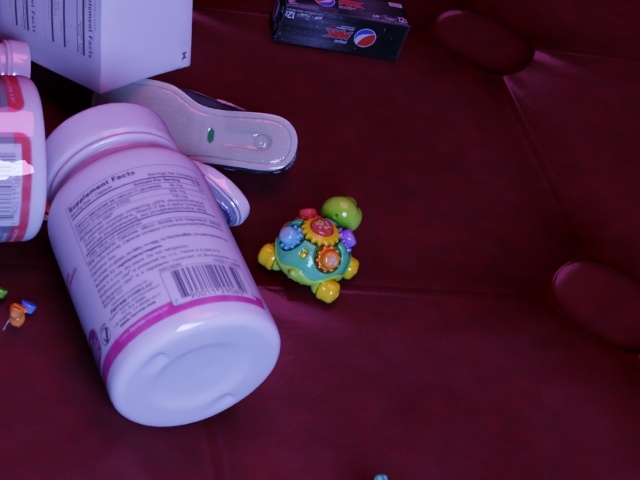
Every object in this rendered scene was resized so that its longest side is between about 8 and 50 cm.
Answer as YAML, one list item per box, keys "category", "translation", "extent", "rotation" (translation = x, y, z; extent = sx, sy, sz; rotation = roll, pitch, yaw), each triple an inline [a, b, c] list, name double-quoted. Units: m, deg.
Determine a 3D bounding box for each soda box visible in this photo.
- category: "soda box"
  translation: [0.024, -0.278, 1.878]
  extent: [0.169, 0.060, 0.053]
  rotation: [7, 42, -18]

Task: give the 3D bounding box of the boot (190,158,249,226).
- category: "boot"
  translation: [-0.173, -0.049, 1.533]
  extent: [0.190, 0.069, 0.086]
  rotation: [28, 52, 13]

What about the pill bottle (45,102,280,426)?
- category: "pill bottle"
  translation: [-0.159, 0.016, 1.365]
  extent: [0.160, 0.160, 0.283]
  rotation: [-5, 50, -29]

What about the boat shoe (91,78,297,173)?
- category: "boat shoe"
  translation: [-0.139, -0.122, 1.631]
  extent: [0.233, 0.084, 0.079]
  rotation: [15, 1, 2]

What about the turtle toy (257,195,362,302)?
- category: "turtle toy"
  translation: [0.000, 0.000, 1.542]
  extent: [0.095, 0.066, 0.130]
  rotation: [29, 40, 10]

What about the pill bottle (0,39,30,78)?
- category: "pill bottle"
  translation: [-0.395, -0.182, 1.550]
  extent: [0.169, 0.094, 0.094]
  rotation: [2, 43, -23]

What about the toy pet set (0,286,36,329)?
- category: "toy pet set"
  translation: [-0.338, 0.065, 1.339]
  extent: [0.122, 0.065, 0.114]
  rotation: [27, 4, 2]

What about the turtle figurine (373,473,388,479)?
- category: "turtle figurine"
  translation: [0.128, 0.285, 1.235]
  extent: [0.234, 0.118, 0.175]
  rotation: [18, 21, 20]

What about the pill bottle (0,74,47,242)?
- category: "pill bottle"
  translation: [-0.406, -0.073, 1.363]
  extent: [0.283, 0.161, 0.161]
  rotation: [-2, 44, -21]

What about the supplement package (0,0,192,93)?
- category: "supplement package"
  translation: [-0.271, -0.275, 1.632]
  extent: [0.244, 0.133, 0.139]
  rotation: [26, 35, 34]

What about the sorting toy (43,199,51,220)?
- category: "sorting toy"
  translation: [-0.286, -0.034, 1.493]
  extent: [0.062, 0.012, 0.083]
  rotation: [8, 40, -16]
